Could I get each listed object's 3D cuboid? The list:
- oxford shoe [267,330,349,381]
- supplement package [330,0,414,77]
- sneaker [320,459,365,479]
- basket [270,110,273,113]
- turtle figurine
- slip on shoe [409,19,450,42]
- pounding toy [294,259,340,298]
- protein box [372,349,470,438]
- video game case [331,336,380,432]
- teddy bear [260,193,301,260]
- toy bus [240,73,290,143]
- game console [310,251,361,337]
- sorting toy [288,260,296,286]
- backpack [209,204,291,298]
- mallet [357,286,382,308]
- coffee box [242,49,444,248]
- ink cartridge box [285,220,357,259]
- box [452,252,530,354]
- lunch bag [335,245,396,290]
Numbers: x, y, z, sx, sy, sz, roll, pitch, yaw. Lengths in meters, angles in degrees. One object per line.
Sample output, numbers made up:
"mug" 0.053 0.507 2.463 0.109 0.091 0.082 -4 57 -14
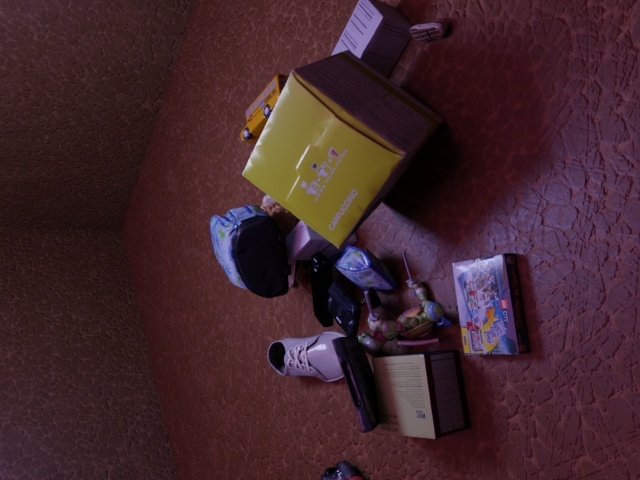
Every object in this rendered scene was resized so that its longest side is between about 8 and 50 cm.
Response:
"oxford shoe" -0.041 0.403 1.831 0.449 0.130 0.169 -15 75 52
"supplement package" 0.145 -0.576 1.590 0.244 0.139 0.134 -57 47 35
"sneaker" 0.047 0.819 1.719 0.135 0.098 0.276 54 128 40
"basket" 0.014 -0.377 1.809 0.299 0.223 0.213 26 143 52
"turtle figurine" 0.197 0.185 1.451 0.266 0.275 0.197 -50 16 46
"slip on shoe" 0.300 -0.582 1.459 0.041 0.051 0.135 -47 28 -10
"pounding toy" -0.003 0.155 1.812 0.206 0.094 0.181 45 124 46
"protein box" 0.261 0.400 1.397 0.200 0.136 0.201 -21 71 52
"video game case" 0.116 0.395 1.496 0.035 0.275 0.248 -22 75 10
"teddy bear" -0.136 -0.077 1.963 0.245 0.113 0.338 -39 51 38
"toy bus" -0.205 -0.508 2.105 0.333 0.108 0.130 -31 64 50
"game console" 0.040 0.185 1.588 0.361 0.044 0.213 -137 42 -65
"sorting toy" -0.141 0.063 2.064 0.193 0.038 0.208 15 97 53
"backpack" -0.246 0.010 1.802 0.355 0.273 0.290 -105 4 -65
"mallet" 0.143 0.191 1.611 0.062 0.039 0.189 59 166 13
"coffee box" 0.060 -0.251 1.419 0.338 0.334 0.337 38 128 5
"ink cartridge box" 0.000 0.000 1.729 0.139 0.191 0.082 -45 54 45
"box" 0.407 0.157 1.278 0.159 0.044 0.233 -18 75 53
"lunch bag" 0.140 0.089 1.566 0.096 0.129 0.151 -56 31 -9
